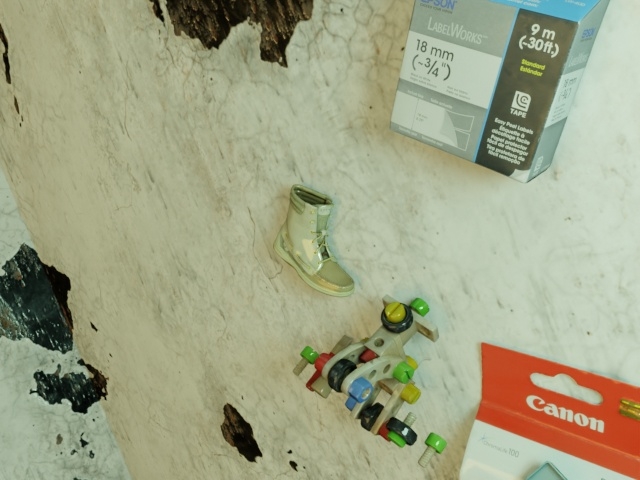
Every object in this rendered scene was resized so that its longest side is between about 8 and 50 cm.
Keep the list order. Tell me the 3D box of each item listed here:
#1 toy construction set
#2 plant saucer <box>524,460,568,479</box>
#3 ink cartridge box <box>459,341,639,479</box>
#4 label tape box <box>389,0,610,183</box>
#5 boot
[{"bbox_3d":[0.110,0.224,1.187,0.257,0.237,0.309,48,160,-25],"label":"toy construction set"},{"bbox_3d":[0.348,0.447,1.034,0.067,0.018,0.192,47,122,25],"label":"plant saucer"},{"bbox_3d":[0.391,0.393,1.038,0.308,0.091,0.385,13,117,38],"label":"ink cartridge box"},{"bbox_3d":[0.247,-0.283,0.866,0.241,0.106,0.333,29,125,30],"label":"label tape box"},{"bbox_3d":[0.000,0.000,1.236,0.213,0.077,0.165,38,128,28],"label":"boot"}]
